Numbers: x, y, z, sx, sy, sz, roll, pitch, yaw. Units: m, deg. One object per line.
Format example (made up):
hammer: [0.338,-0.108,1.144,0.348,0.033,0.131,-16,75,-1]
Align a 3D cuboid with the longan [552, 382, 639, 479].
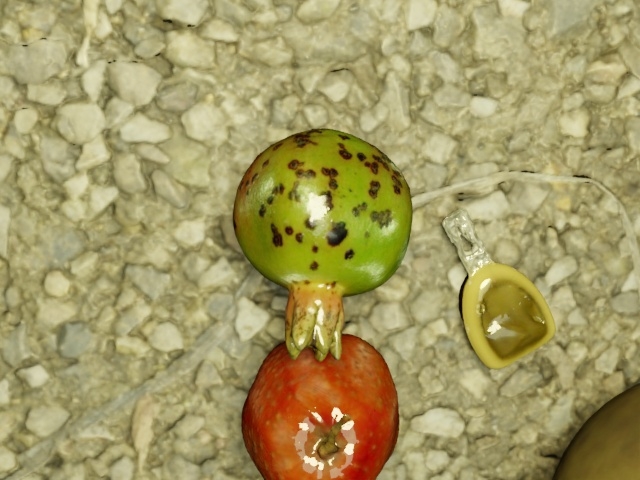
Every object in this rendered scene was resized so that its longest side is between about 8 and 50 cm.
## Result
longan: [0.349,0.267,0.688,0.318,0.319,0.319,-1,100,-4]

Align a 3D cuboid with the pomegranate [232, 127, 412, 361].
pomegranate: [0.000,0.000,0.678,0.159,0.159,0.205,7,71,-5]

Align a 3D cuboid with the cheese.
cheese: [0.166,0.043,0.768,0.086,0.036,0.162,-29,101,0]

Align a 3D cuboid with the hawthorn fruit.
hawthorn fruit: [0.003,0.171,0.694,0.162,0.203,0.163,0,100,0]
